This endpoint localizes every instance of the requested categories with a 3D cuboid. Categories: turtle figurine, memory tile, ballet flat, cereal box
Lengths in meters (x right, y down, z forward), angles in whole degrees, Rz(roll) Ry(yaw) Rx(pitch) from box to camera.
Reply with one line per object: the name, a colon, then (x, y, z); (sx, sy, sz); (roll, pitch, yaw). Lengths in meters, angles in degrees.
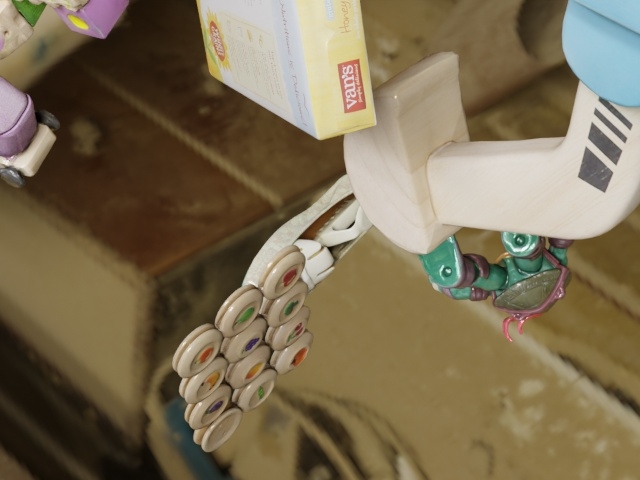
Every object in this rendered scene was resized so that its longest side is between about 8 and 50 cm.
turtle figurine: (0.185, 0.015, 1.518); (0.175, 0.234, 0.118); (-42, 71, 13)
memory tile: (-0.047, 0.073, 1.042); (0.012, 0.113, 0.148); (39, 159, 22)
ballet flat: (0.000, 0.000, 1.298); (0.052, 0.168, 0.057); (1, 132, 48)
cereal box: (-0.035, -0.175, 1.067); (0.240, 0.047, 0.173); (-143, 41, -63)

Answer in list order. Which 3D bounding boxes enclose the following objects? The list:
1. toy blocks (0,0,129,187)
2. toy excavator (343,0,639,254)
toy blocks: (-0.320, -0.257, 1.285); (0.289, 0.309, 0.260); (13, 155, 32)
toy excavator: (0.217, -0.103, 0.971); (0.433, 0.222, 0.445); (31, 134, 25)
